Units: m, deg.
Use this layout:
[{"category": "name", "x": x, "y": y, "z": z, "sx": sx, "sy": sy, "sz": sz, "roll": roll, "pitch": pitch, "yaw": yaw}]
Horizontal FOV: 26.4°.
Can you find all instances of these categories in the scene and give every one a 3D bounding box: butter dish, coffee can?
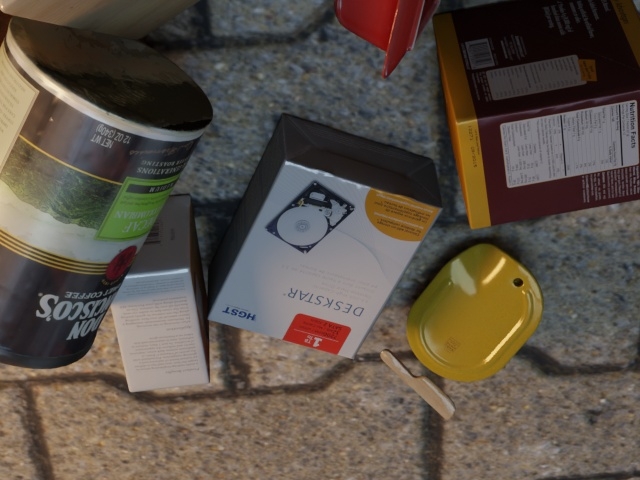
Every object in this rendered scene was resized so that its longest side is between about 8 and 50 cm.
[{"category": "butter dish", "x": 0.053, "y": -0.257, "z": 1.252, "sx": 0.118, "sy": 0.160, "sz": 0.160, "roll": 19, "pitch": 129, "yaw": 10}, {"category": "coffee can", "x": -0.250, "y": -0.048, "z": 1.280, "sx": 0.202, "sy": 0.201, "sz": 0.275, "roll": 22, "pitch": 114, "yaw": -21}]

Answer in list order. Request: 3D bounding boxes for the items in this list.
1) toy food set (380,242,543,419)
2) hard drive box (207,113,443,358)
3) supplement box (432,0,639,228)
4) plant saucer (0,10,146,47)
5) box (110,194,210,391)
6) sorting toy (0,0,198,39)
[{"category": "toy food set", "x": 0.171, "y": 0.089, "z": 1.587, "sx": 0.128, "sy": 0.071, "sz": 0.218, "roll": 37, "pitch": 119, "yaw": -2}, {"category": "hard drive box", "x": 0.000, "y": 0.000, "z": 1.478, "sx": 0.181, "sy": 0.089, "sz": 0.232, "roll": 16, "pitch": 127, "yaw": -16}, {"category": "supplement box", "x": 0.221, "y": -0.133, "z": 1.319, "sx": 0.194, "sy": 0.191, "sz": 0.129, "roll": -10, "pitch": 130, "yaw": 4}, {"category": "plant saucer", "x": -0.254, "y": -0.202, "z": 1.331, "sx": 0.168, "sy": 0.029, "sz": 0.168, "roll": -3, "pitch": 129, "yaw": -3}, {"category": "box", "x": -0.174, "y": 0.058, "z": 1.484, "sx": 0.091, "sy": 0.130, "sz": 0.170, "roll": -6, "pitch": 130, "yaw": -1}, {"category": "sorting toy", "x": -0.128, "y": -0.283, "z": 1.158, "sx": 0.257, "sy": 0.255, "sz": 0.089, "roll": -30, "pitch": 84, "yaw": 17}]
